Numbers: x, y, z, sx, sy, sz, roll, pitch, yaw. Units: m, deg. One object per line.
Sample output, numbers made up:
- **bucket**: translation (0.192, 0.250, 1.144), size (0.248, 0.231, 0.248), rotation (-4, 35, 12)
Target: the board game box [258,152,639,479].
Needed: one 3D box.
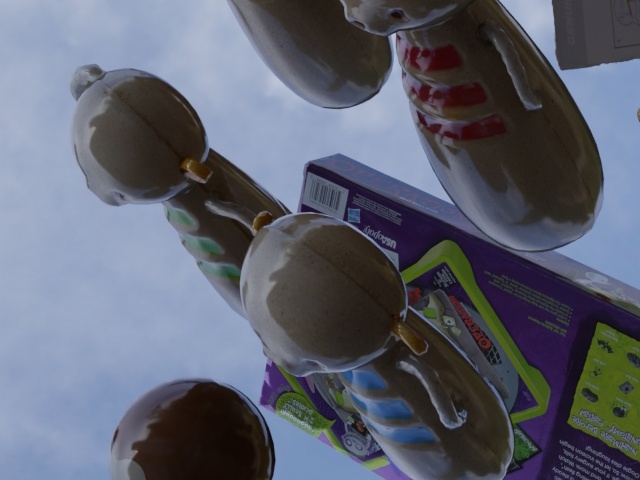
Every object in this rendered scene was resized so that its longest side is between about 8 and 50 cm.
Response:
- **board game box**: translation (0.117, 0.098, 0.936), size (0.056, 0.347, 0.208), rotation (-17, -53, -53)

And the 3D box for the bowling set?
- **bowling set**: translation (0.000, 0.000, 0.402), size (0.200, 0.287, 0.154), rotation (-50, -40, -9)

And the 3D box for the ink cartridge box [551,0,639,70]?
- **ink cartridge box**: translation (0.184, -0.193, 0.746), size (0.232, 0.066, 0.189), rotation (-12, -82, -31)
